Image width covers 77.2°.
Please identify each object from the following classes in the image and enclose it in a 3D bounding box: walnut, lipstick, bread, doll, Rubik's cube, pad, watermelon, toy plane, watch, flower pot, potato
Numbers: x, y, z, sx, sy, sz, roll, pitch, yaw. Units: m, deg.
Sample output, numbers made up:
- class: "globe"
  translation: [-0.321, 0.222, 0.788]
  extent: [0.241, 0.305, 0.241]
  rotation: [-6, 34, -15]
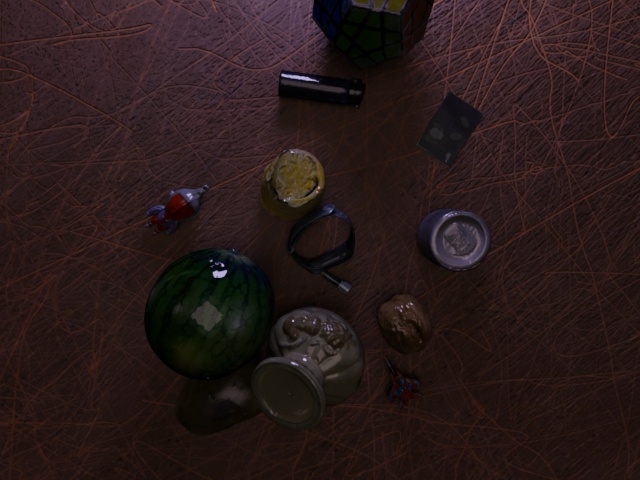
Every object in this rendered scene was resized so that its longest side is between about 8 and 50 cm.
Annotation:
- class: "walnut"
  translation: [0.257, 0.257, 1.212]
  extent: [0.156, 0.155, 0.184]
  rotation: [-27, 100, 1]
- class: "lipstick"
  translation: [0.040, 0.122, 1.243]
  extent: [0.116, 0.037, 0.037]
  rotation: [34, 95, -3]
- class: "bread"
  translation: [-0.080, -0.156, 1.134]
  extent: [0.197, 0.170, 0.196]
  rotation: [1, 85, -6]
- class: "doll"
  translation: [-0.416, -0.093, 1.175]
  extent: [0.228, 0.075, 0.102]
  rotation: [-36, 112, 12]
- class: "Rubik's cube"
  translation: [0.135, -0.613, 1.031]
  extent: [0.264, 0.319, 0.318]
  rotation: [-12, 99, -28]
- class: "pad"
  translation: [0.389, -0.334, 1.210]
  extent: [0.127, 0.004, 0.190]
  rotation: [31, 95, -6]
- class: "watermelon"
  translation: [-0.297, 0.190, 1.091]
  extent: [0.364, 0.363, 0.362]
  rotation: [0, 98, -2]
- class: "toy plane"
  translation: [0.249, 0.446, 1.281]
  extent: [0.130, 0.061, 0.189]
  rotation: [-30, 93, 3]
- class: "watch"
  translation: [0.000, 0.000, 1.178]
  extent: [0.207, 0.068, 0.192]
  rotation: [-22, 123, 3]
- class: "flower pot"
  translation: [-0.040, 0.357, 1.117]
  extent: [0.308, 0.244, 0.307]
  rotation: [8, 112, 21]
- class: "potato"
  translation: [-0.291, 0.462, 1.205]
  extent: [0.308, 0.173, 0.210]
  rotation: [-29, 100, -1]

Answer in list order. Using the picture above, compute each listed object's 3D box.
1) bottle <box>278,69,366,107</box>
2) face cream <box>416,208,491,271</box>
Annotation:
- class: "bottle"
  translation: [0.005, -0.436, 1.147]
  extent: [0.245, 0.072, 0.082]
  rotation: [8, 115, -4]
- class: "face cream"
  translation: [0.388, -0.004, 1.180]
  extent: [0.178, 0.153, 0.177]
  rotation: [0, 96, -2]
